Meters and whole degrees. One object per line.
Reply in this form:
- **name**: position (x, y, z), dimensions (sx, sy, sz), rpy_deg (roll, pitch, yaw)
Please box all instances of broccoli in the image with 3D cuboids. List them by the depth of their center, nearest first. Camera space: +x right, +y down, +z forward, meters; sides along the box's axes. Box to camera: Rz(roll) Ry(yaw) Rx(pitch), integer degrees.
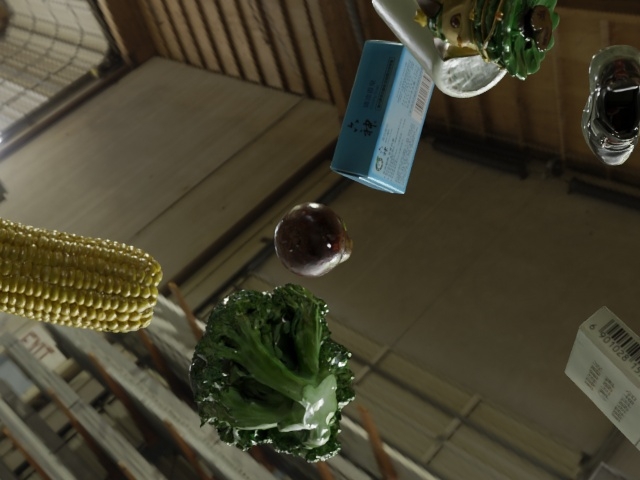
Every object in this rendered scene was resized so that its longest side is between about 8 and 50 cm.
- **broccoli**: position (-0.060, 0.198, 1.152), dimensions (0.245, 0.265, 0.294), rpy_deg (27, -18, 49)

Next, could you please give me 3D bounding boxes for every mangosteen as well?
- **mangosteen**: position (-0.001, -0.008, 1.545), dimensions (0.156, 0.181, 0.145), rpy_deg (47, -44, 35)

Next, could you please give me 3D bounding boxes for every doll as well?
- **doll**: position (0.126, -0.172, 0.581), dimensions (0.113, 0.077, 0.078), rpy_deg (39, -11, 46)

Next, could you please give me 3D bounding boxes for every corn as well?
- **corn**: position (-0.280, 0.032, 0.771), dimensions (0.244, 0.093, 0.093), rpy_deg (13, -17, -17)

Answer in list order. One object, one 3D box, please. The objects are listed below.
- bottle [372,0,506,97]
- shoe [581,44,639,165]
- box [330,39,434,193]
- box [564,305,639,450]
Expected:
- **bottle**: position (0.130, -0.275, 0.926), dimensions (0.104, 0.104, 0.245), rpy_deg (76, -10, -48)
- **shoe**: position (0.493, -0.208, 1.300), dimensions (0.099, 0.112, 0.227), rpy_deg (-3, -52, 13)
- **box**: position (0.112, -0.209, 1.341), dimensions (0.083, 0.232, 0.142), rpy_deg (17, 1, 31)
- **box**: position (0.299, 0.169, 0.622), dimensions (0.245, 0.035, 0.139), rpy_deg (48, -9, 27)
